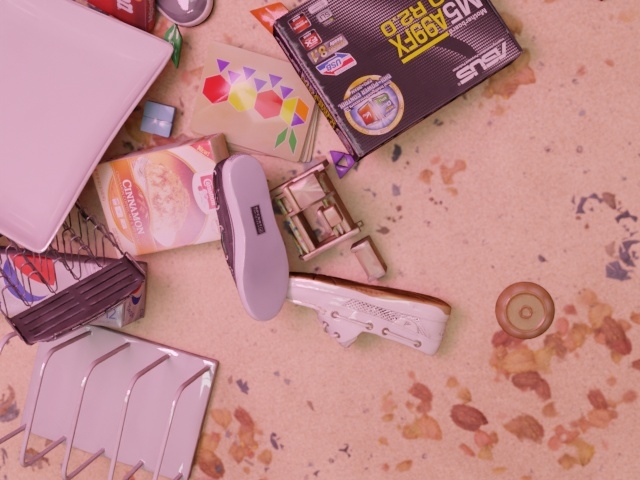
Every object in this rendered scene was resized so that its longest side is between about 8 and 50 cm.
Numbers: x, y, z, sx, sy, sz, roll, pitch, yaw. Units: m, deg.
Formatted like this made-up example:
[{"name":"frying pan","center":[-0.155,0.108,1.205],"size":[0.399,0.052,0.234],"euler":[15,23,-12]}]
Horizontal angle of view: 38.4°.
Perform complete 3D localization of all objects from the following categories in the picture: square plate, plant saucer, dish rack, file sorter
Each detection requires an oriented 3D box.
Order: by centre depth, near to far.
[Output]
[{"name":"dish rack","center":[-0.382,0.017,1.270],"size":[0.208,0.074,0.271],"euler":[-32,53,-24]},{"name":"plant saucer","center":[0.290,0.100,1.301],"size":[0.083,0.015,0.083],"euler":[1,95,8]},{"name":"square plate","center":[-0.429,-0.192,1.307],"size":[0.344,0.049,0.347],"euler":[26,77,16]},{"name":"file sorter","center":[-0.320,0.244,1.328],"size":[0.277,0.173,0.193],"euler":[15,97,7]}]

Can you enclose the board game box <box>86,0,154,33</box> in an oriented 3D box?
[{"name":"board game box","center":[-0.287,-0.394,1.220],"size":[0.145,0.281,0.027],"euler":[29,66,2]}]

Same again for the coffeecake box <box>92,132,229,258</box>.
[{"name":"coffeecake box","center":[-0.216,-0.064,1.320],"size":[0.185,0.068,0.142],"euler":[-11,105,14]}]

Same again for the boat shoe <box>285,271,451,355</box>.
[{"name":"boat shoe","center":[0.041,0.106,1.298],"size":[0.277,0.098,0.096],"euler":[12,95,6]}]

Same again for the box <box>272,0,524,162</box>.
[{"name":"box","center":[0.103,-0.268,1.246],"size":[0.270,0.060,0.216],"euler":[-32,88,-5]}]

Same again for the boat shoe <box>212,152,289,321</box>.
[{"name":"boat shoe","center":[-0.105,-0.004,1.250],"size":[0.080,0.076,0.228],"euler":[-19,102,-35]}]

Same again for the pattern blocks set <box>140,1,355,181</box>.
[{"name":"pattern blocks set","center":[-0.087,-0.196,1.320],"size":[0.325,0.026,0.285],"euler":[25,104,1]}]

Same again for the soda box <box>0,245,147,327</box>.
[{"name":"soda box","center":[-0.409,0.064,1.365],"size":[0.286,0.098,0.091],"euler":[6,95,9]}]

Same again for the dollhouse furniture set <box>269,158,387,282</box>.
[{"name":"dollhouse furniture set","center":[0.000,0.000,1.255],"size":[0.101,0.161,0.182],"euler":[-28,97,12]}]

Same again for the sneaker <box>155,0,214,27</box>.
[{"name":"sneaker","center":[-0.246,-0.440,1.257],"size":[0.124,0.178,0.295],"euler":[-26,93,11]}]
